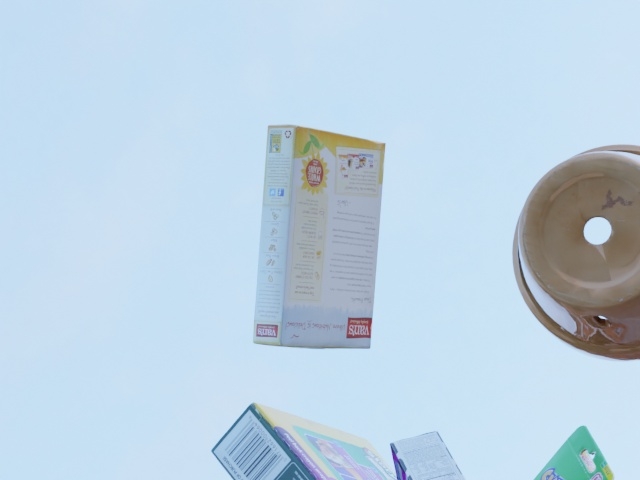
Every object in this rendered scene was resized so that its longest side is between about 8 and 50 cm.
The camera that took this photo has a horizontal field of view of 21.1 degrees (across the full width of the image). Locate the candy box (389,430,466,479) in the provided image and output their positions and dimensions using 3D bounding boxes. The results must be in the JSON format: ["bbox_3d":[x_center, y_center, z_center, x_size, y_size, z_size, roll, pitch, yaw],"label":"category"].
[{"bbox_3d":[0.157,0.360,2.152,0.071,0.233,0.159,-14,-69,-5],"label":"candy box"}]

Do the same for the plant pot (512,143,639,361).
[{"bbox_3d":[0.373,0.004,2.214,0.291,0.291,0.203,-38,-20,11],"label":"plant pot"}]

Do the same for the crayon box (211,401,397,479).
[{"bbox_3d":[0.060,0.404,2.394,0.106,0.363,0.313,-50,-36,9],"label":"crayon box"}]

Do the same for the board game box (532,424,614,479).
[{"bbox_3d":[0.210,0.314,1.742,0.039,0.124,0.259,31,-76,-17],"label":"board game box"}]

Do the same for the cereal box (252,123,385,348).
[{"bbox_3d":[0.000,0.000,1.898,0.173,0.047,0.240,8,-93,-54],"label":"cereal box"}]
